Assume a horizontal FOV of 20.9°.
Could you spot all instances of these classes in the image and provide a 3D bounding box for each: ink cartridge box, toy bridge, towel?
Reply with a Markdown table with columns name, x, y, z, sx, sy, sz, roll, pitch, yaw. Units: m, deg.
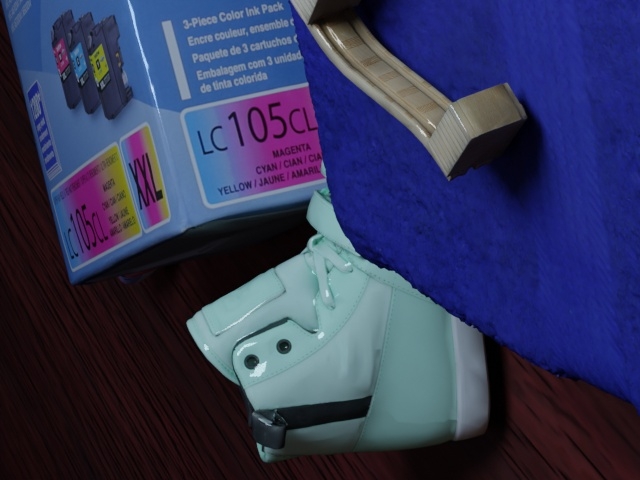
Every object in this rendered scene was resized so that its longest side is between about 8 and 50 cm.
| name | x | y | z | sx | sy | sz | roll | pitch | yaw |
| --- | --- | --- | --- | --- | --- | --- | --- | --- | --- |
| ink cartridge box | -0.107 | -0.189 | 1.084 | 0.270 | 0.151 | 0.395 | -22 | 81 | 66 |
| toy bridge | 0.006 | -0.101 | 0.624 | 0.188 | 0.026 | 0.063 | 58 | 156 | 16 |
| towel | 0.098 | -0.052 | 0.612 | 0.308 | 0.076 | 0.227 | 28 | 136 | 53 |

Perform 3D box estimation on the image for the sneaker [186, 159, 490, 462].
| name | x | y | z | sx | sy | sz | roll | pitch | yaw |
| --- | --- | --- | --- | --- | --- | --- | --- | --- | --- |
| sneaker | 0.000 | 0.001 | 0.911 | 0.094 | 0.151 | 0.256 | -136 | 36 | -72 |

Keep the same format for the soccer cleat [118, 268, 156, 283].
| name | x | y | z | sx | sy | sz | roll | pitch | yaw |
| --- | --- | --- | --- | --- | --- | --- | --- | --- | --- |
| soccer cleat | -0.186 | -0.082 | 1.402 | 0.248 | 0.083 | 0.095 | 66 | 159 | 18 |
